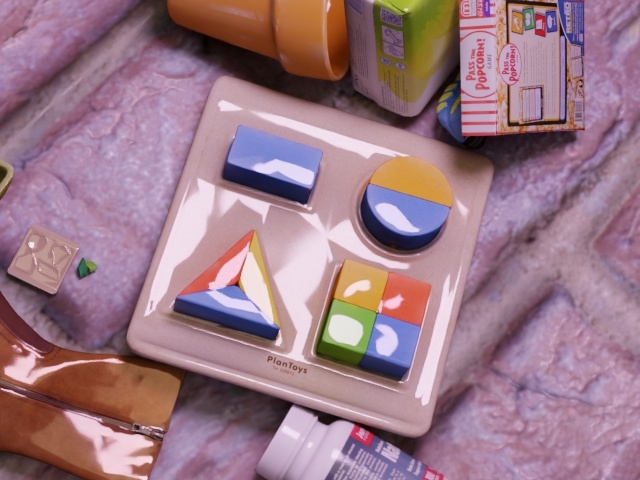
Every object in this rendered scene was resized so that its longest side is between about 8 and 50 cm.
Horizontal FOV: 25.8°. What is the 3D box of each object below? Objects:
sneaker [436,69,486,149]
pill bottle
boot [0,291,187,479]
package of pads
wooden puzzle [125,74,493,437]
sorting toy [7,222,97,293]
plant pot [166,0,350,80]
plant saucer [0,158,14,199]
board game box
[{"bbox_3d":[0.198,-0.176,1.559,0.188,0.067,0.078,-53,123,-26],"label":"sneaker"},{"bbox_3d":[0.031,0.242,1.398,0.180,0.108,0.108,31,74,2],"label":"pill bottle"},{"bbox_3d":[-0.271,0.103,1.411,0.280,0.096,0.264,14,73,-3],"label":"boot"},{"bbox_3d":[0.138,-0.301,1.496,0.101,0.229,0.296,32,71,18],"label":"package of pads"},{"bbox_3d":[0.000,0.000,1.447,0.322,0.080,0.348,17,64,-1],"label":"wooden puzzle"},{"bbox_3d":[-0.280,0.025,1.473,0.083,0.012,0.062,26,76,1],"label":"sorting toy"},{"bbox_3d":[-0.059,-0.284,1.497,0.188,0.205,0.205,9,74,12],"label":"plant pot"},{"bbox_3d":[-0.410,-0.021,1.365,0.188,0.045,0.188,26,75,24],"label":"plant saucer"},{"bbox_3d":[0.218,-0.187,1.485,0.193,0.045,0.147,-7,98,-51],"label":"board game box"}]
